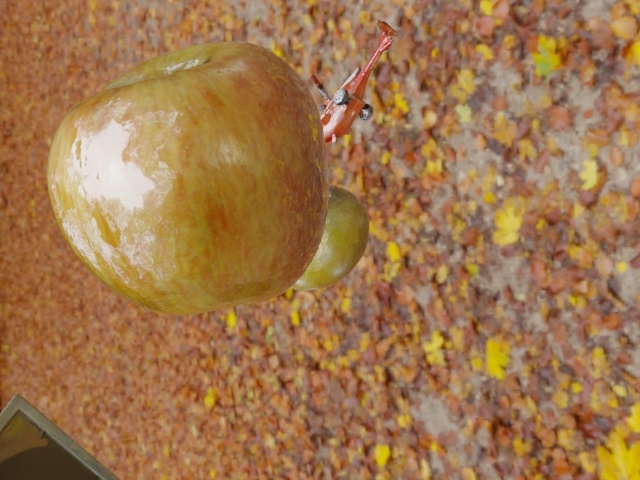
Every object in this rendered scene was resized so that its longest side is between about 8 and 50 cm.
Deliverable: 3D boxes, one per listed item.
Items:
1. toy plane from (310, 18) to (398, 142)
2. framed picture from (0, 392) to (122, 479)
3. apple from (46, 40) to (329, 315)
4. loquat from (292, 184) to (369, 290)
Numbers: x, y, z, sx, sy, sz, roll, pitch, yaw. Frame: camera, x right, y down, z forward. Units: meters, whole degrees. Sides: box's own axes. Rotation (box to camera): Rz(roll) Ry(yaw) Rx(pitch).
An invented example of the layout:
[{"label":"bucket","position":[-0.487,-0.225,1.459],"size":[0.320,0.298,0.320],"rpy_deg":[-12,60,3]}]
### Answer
[{"label":"toy plane","position":[0.061,-0.230,1.295],"size":[0.126,0.194,0.077],"rpy_deg":[49,-178,-41]},{"label":"framed picture","position":[-0.414,0.386,1.113],"size":[0.019,0.296,0.232],"rpy_deg":[-4,132,47]},{"label":"apple","position":[-0.112,-0.049,0.793],"size":[0.264,0.264,0.264],"rpy_deg":[16,108,60]},{"label":"loquat","position":[0.000,0.000,1.400],"size":[0.152,0.152,0.195],"rpy_deg":[49,127,48]}]
